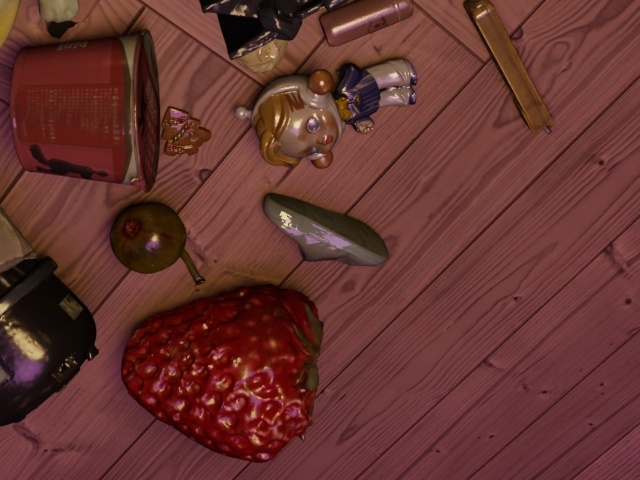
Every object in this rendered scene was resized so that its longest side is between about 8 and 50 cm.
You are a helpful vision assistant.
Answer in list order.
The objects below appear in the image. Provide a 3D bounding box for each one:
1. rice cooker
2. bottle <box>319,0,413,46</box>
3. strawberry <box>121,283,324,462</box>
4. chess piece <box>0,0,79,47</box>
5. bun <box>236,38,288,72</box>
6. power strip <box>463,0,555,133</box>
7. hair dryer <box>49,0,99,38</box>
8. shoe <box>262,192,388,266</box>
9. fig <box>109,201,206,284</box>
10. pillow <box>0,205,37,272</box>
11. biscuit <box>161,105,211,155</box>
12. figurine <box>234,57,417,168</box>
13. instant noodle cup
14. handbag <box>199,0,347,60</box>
[{"bbox_3d":[-0.499,0.156,1.420,0.267,0.267,0.224,-38,100,13],"label":"rice cooker"},{"bbox_3d":[0.070,-0.343,1.347,0.140,0.053,0.053,-22,127,1],"label":"bottle"},{"bbox_3d":[-0.174,0.210,1.544,0.345,0.317,0.295,12,153,-3],"label":"strawberry"},{"bbox_3d":[-0.440,-0.329,1.152,0.298,0.175,0.175,-25,126,7],"label":"chess piece"},{"bbox_3d":[-0.090,-0.292,1.341,0.086,0.055,0.086,-7,126,-10],"label":"bun"},{"bbox_3d":[0.311,-0.282,1.442,0.044,0.064,0.305,-32,126,12],"label":"power strip"},{"bbox_3d":[-0.294,-0.410,1.191,0.189,0.106,0.344,28,120,-28],"label":"hair dryer"},{"bbox_3d":[0.000,0.000,1.543,0.251,0.103,0.100,24,115,-21],"label":"shoe"},{"bbox_3d":[-0.256,0.015,1.497,0.124,0.124,0.236,-34,148,10],"label":"fig"},{"bbox_3d":[-0.554,-0.040,1.310,0.169,0.255,0.059,-31,173,-31],"label":"pillow"},{"bbox_3d":[-0.221,-0.176,1.415,0.082,0.016,0.092,-20,128,1],"label":"biscuit"},{"bbox_3d":[0.017,-0.218,1.382,0.274,0.133,0.194,-34,149,4],"label":"figurine"},{"bbox_3d":[-0.330,-0.187,1.263,0.178,0.234,0.234,1,124,-3],"label":"instant noodle cup"},{"bbox_3d":[-0.019,-0.381,1.131,0.303,0.329,0.122,-27,122,5],"label":"handbag"}]
